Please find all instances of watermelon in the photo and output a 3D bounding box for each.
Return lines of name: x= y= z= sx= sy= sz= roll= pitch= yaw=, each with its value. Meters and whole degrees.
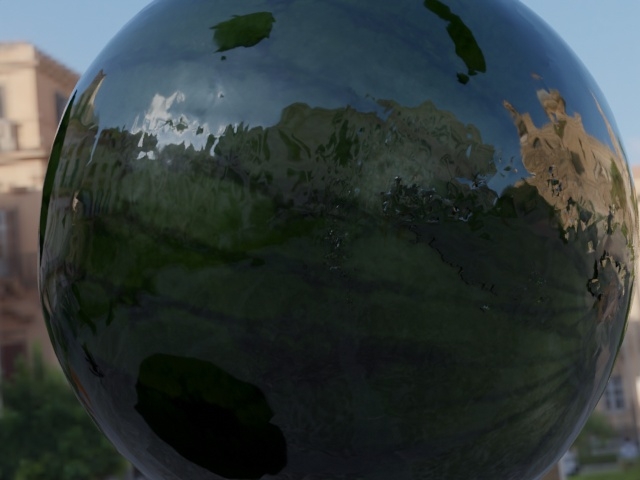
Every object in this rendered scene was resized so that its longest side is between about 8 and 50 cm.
watermelon: x=0.004 y=0.001 z=0.611 sx=0.242 sy=0.242 sz=0.242 roll=-5 pitch=-9 yaw=-1
